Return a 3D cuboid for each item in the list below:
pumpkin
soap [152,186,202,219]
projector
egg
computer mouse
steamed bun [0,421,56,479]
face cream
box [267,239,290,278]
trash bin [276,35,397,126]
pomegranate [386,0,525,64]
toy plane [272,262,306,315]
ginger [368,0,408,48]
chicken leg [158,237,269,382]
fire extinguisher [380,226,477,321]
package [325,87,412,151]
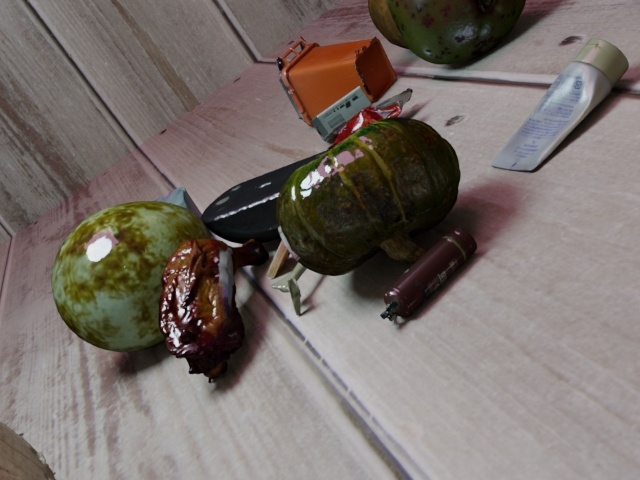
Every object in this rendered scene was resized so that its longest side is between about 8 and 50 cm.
[{"bbox_3d":[0.074,-0.045,1.225,0.260,0.189,0.260,-33,-2,-2],"label":"pumpkin"},{"bbox_3d":[-0.338,0.016,1.859,0.193,0.109,0.323,-25,20,28],"label":"soap"},{"bbox_3d":[0.044,-0.260,1.917,0.115,0.061,0.147,-34,4,-3],"label":"projector"},{"bbox_3d":[-0.304,0.050,1.520,0.238,0.238,0.289,-14,26,46],"label":"egg"},{"bbox_3d":[-0.075,-0.060,1.614,0.269,0.100,0.170,-19,22,22],"label":"computer mouse"},{"bbox_3d":[-0.465,0.330,1.146,0.199,0.251,0.301,-49,17,-8],"label":"steamed bun"},{"bbox_3d":[0.340,-0.182,1.305,0.224,0.070,0.114,-50,21,-7],"label":"face cream"},{"bbox_3d":[-0.057,0.013,1.467,0.058,0.015,0.093,-57,-6,-45],"label":"box"},{"bbox_3d":[0.036,-0.384,2.105,0.239,0.184,0.161,-6,34,44],"label":"trash bin"},{"bbox_3d":[0.257,-0.494,1.875,0.291,0.290,0.323,-42,15,-20],"label":"pomegranate"},{"bbox_3d":[0.000,0.000,1.391,0.108,0.092,0.286,8,38,27],"label":"toy plane"},{"bbox_3d":[0.213,-0.548,2.153,0.223,0.200,0.269,-17,26,38],"label":"ginger"},{"bbox_3d":[-0.153,0.061,1.382,0.096,0.158,0.407,-35,14,18],"label":"chicken leg"},{"bbox_3d":[0.124,0.047,1.117,0.158,0.043,0.064,-41,-10,-19],"label":"fire extinguisher"},{"bbox_3d":[0.064,-0.203,1.784,0.270,0.071,0.194,-30,5,26],"label":"package"}]
